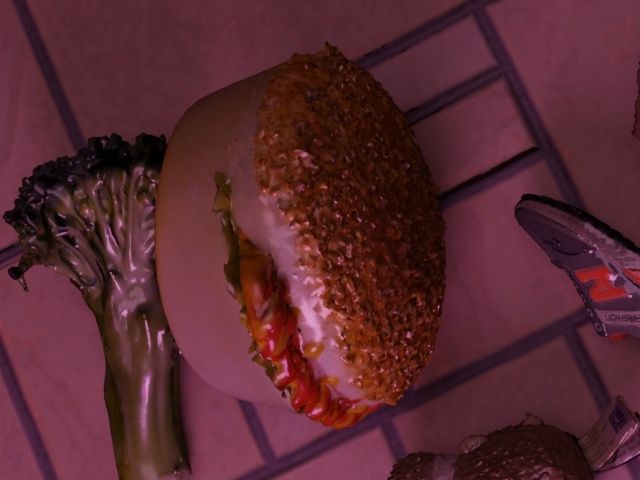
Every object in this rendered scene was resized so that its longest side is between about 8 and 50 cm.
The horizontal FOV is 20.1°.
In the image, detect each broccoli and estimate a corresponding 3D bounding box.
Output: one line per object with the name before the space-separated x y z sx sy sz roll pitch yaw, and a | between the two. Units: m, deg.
broccoli | -0.161 0.063 1.512 0.165 0.145 0.304 -10 90 5

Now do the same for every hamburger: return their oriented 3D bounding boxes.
hamburger | 0.000 0.000 1.385 0.179 0.276 0.294 -6 54 25

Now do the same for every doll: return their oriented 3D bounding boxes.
doll | 0.153 0.196 1.400 0.221 0.105 0.115 -18 35 6

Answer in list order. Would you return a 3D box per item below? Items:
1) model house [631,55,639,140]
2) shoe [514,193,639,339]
model house | 0.330 -0.143 1.320 0.181 0.248 0.176 16 86 17
shoe | 0.226 0.034 1.420 0.194 0.074 0.077 33 97 16
